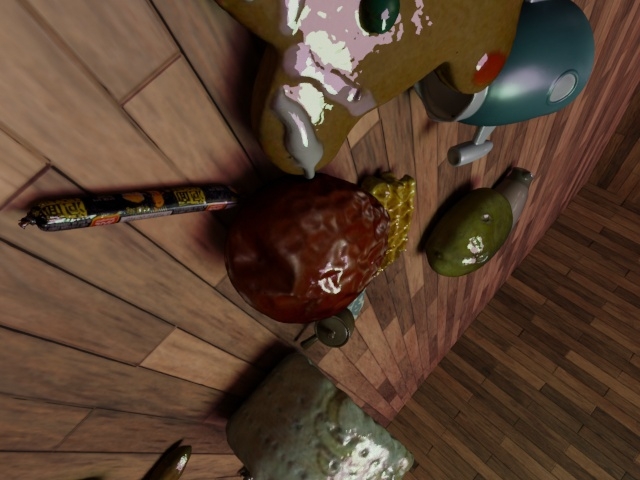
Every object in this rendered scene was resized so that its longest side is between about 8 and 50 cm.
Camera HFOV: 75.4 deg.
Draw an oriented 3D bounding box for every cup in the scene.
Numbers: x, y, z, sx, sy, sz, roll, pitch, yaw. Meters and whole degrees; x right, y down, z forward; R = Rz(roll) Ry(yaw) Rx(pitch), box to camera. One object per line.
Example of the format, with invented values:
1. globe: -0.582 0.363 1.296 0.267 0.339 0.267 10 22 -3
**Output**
1. cup: 0.223 -0.224 0.541 0.173 0.167 0.299 -20 140 -22

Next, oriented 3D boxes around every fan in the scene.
1. fan: 0.044 0.125 0.825 0.131 0.009 0.240 -54 151 1

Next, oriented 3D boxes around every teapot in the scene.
1. teapot: 0.005 0.156 0.753 0.110 0.085 0.080 -35 -176 26

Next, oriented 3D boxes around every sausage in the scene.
1. sausage: -0.143 -0.031 0.357 0.198 0.028 0.025 -15 107 -47

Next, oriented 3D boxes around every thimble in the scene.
1. thimble: -0.003 0.354 0.727 0.195 0.291 0.291 -47 151 -12

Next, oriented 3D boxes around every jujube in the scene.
1. jujube: 0.000 0.000 0.485 0.236 0.168 0.168 -26 143 -56

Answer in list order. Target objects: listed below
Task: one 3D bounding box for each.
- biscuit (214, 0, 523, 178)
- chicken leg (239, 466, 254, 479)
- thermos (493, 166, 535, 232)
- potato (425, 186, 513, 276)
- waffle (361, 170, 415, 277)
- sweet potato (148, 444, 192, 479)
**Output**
1. biscuit: 0.117 -0.240 0.340 0.432 0.064 0.283 -29 136 -11
2. chicken leg: -0.102 0.476 0.955 0.125 0.080 0.196 1 130 -44
3. thermos: 0.525 -0.116 1.182 0.193 0.105 0.137 -61 177 2
4. potato: 0.353 -0.017 0.979 0.228 0.148 0.197 -29 158 -41
5. waffle: 0.083 -0.018 0.673 0.160 0.055 0.211 -38 149 -24
6. sweet potato: -0.264 0.396 0.642 0.182 0.054 0.053 -46 160 -17
